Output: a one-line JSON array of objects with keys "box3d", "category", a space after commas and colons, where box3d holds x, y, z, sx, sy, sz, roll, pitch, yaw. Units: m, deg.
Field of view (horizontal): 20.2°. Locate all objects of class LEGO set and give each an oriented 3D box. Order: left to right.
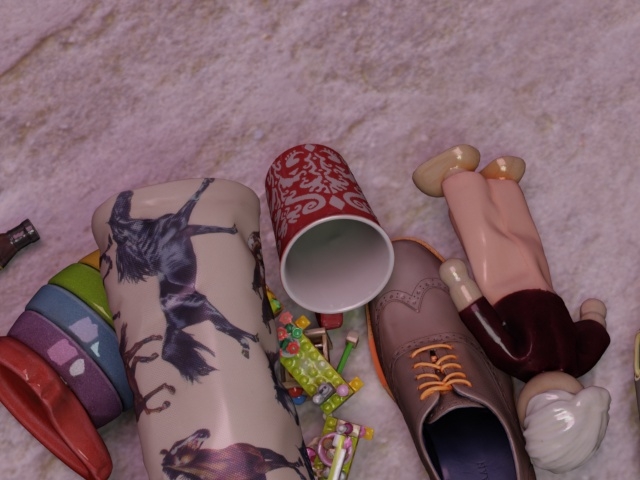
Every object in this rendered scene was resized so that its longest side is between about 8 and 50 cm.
[{"box3d": [-0.020, 0.165, 1.713, 0.132, 0.107, 0.287, -6, 84, 6], "category": "LEGO set"}]

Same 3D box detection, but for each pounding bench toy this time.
[{"box3d": [0.001, 0.127, 1.802, 0.083, 0.052, 0.065, -8, 66, 5], "category": "pounding bench toy"}]

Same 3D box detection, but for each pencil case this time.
[{"box3d": [-0.094, 0.133, 1.624, 0.160, 0.183, 0.410, -19, 66, 9], "category": "pencil case"}]

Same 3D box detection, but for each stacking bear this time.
[{"box3d": [-0.191, 0.073, 1.805, 0.289, 0.175, 0.164, -44, 39, -21], "category": "stacking bear"}]

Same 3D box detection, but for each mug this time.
[{"box3d": [-0.008, -0.005, 1.811, 0.113, 0.150, 0.169, 19, 26, -23], "category": "mug"}]

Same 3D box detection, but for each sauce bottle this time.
[{"box3d": [-0.360, 0.020, 1.913, 0.128, 0.042, 0.042, -31, 66, -3], "category": "sauce bottle"}]

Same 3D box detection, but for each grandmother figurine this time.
[{"box3d": [0.199, 0.070, 1.741, 0.207, 0.104, 0.342, 5, 51, -26], "category": "grandmother figurine"}]

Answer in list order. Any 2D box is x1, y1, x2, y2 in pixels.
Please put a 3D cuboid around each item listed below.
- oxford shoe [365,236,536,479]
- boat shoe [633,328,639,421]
[{"box3d": [0.130, 0.141, 1.731, 0.130, 0.133, 0.364, -22, 65, -1], "category": "oxford shoe"}, {"box3d": [0.355, 0.202, 1.693, 0.109, 0.091, 0.305, 10, 65, -27], "category": "boat shoe"}]
